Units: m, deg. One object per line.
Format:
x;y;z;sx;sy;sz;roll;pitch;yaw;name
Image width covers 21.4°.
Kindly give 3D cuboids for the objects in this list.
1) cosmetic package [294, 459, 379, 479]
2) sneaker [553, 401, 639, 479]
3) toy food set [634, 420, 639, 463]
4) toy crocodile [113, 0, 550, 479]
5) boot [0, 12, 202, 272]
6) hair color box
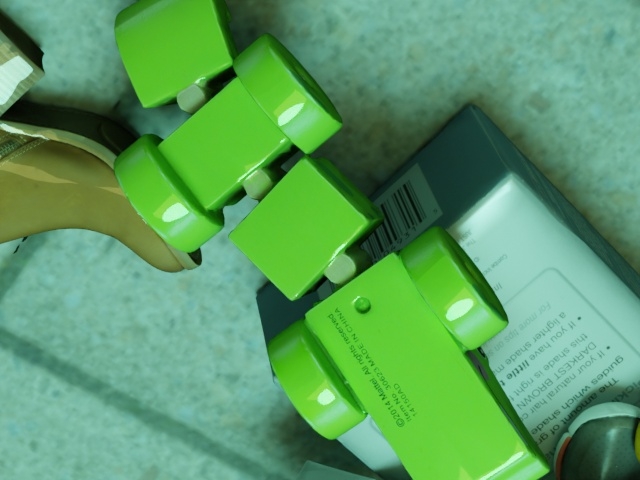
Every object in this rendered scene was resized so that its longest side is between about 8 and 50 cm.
0.087;0.195;0.959;0.060;0.239;0.099;-55;131;-25;cosmetic package
0.166;0.171;0.989;0.061;0.065;0.158;4;116;-9;sneaker
0.247;0.206;0.972;0.111;0.104;0.232;-43;126;-31;toy food set
0.000;0.000;0.907;0.115;0.105;0.340;-40;83;12;toy crocodile
-0.178;-0.018;0.970;0.152;0.073;0.197;-42;102;10;boot
0.156;0.114;1.061;0.185;0.113;0.374;-41;114;12;hair color box
